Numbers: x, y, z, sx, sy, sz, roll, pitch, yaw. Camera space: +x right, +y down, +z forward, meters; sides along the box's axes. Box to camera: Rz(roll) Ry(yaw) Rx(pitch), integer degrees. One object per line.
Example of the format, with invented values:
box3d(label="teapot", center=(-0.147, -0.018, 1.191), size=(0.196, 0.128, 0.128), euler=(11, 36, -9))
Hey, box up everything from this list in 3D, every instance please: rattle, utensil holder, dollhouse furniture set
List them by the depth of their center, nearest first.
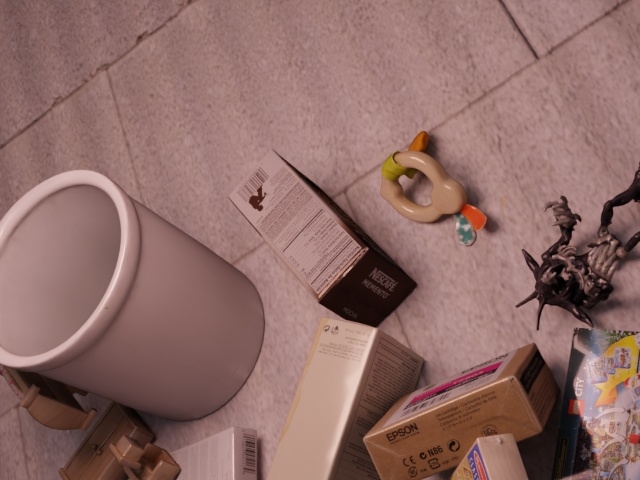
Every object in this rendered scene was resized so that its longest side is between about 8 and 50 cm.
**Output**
box3d(label="rattle", center=(0.208, -0.087, 1.703), size=(0.200, 0.143, 0.130), euler=(23, 114, 24))
box3d(label="dollhouse furniture set", center=(-0.464, 0.323, 1.730), size=(0.174, 0.355, 0.303), euler=(-55, 43, 0))
box3d(label="utensil holder", center=(-0.324, 0.108, 1.733), size=(0.327, 0.385, 0.327), euler=(-14, 61, 27))

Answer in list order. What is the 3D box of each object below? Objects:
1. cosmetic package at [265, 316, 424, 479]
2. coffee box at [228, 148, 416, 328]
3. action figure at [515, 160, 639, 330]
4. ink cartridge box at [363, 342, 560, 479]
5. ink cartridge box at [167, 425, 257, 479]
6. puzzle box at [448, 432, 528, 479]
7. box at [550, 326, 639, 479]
box3d(label="cosmetic package", center=(0.034, 0.288, 1.552), size=(0.113, 0.160, 0.309), euler=(10, 72, 38))
box3d(label="coffee box", center=(0.000, 0.000, 1.710), size=(0.119, 0.168, 0.297), euler=(-47, 51, 5))
box3d(label="action figure", center=(0.383, 0.006, 1.469), size=(0.276, 0.141, 0.164), euler=(-42, 53, 5))
box3d(label="ink cartridge box", center=(0.198, 0.240, 1.433), size=(0.235, 0.193, 0.088), euler=(-27, 89, 20))
box3d(label="ink cartridge box", center=(-0.194, 0.428, 1.719), size=(0.232, 0.066, 0.189), euler=(-32, 51, 44))
box3d(label="puzzle box", center=(0.234, 0.479, 1.272), size=(0.052, 0.272, 0.409), euler=(-4, 55, -15))
box3d(label="box", center=(0.408, 0.237, 1.397), size=(0.159, 0.044, 0.233), euler=(1, 68, 34))
